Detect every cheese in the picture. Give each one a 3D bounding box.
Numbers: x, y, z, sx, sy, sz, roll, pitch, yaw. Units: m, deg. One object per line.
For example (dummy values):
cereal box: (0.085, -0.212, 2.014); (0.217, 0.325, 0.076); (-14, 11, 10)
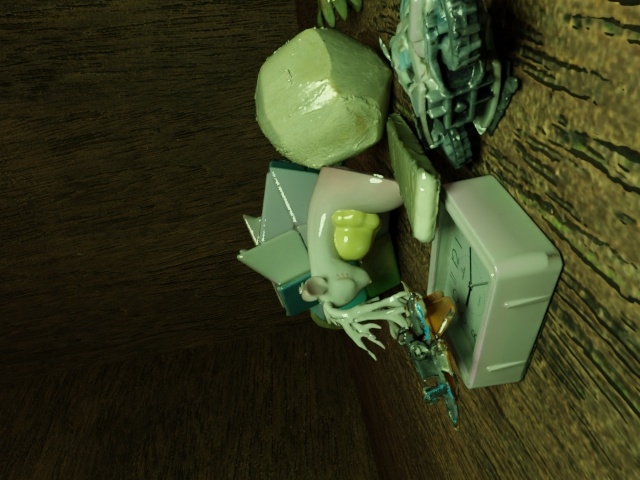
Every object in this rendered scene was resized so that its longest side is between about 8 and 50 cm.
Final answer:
cheese: (0.123, -0.115, 0.619); (0.400, 0.034, 0.085); (-82, -10, -66)

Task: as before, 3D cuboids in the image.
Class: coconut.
coconut: (0.015, -0.270, 0.813); (0.245, 0.247, 0.245); (35, -139, -38)

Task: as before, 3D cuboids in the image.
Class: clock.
clock: (0.175, 0.049, 0.476); (0.150, 0.063, 0.197); (-103, 4, -50)

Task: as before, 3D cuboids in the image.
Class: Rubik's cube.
Rubik's cube: (0.000, 0.000, 1.023); (0.358, 0.386, 0.369); (168, 110, -83)

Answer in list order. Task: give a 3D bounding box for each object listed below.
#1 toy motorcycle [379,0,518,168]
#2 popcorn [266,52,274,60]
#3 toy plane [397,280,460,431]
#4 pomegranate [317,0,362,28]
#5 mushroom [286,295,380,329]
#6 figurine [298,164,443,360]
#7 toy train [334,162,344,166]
toy motorcycle: (0.110, -0.201, 0.429); (0.239, 0.108, 0.204); (88, 171, -69)
popcorn: (-0.018, -0.418, 1.221); (0.225, 0.276, 0.277); (38, 158, 22)
toy plane: (0.125, 0.141, 0.492); (0.135, 0.062, 0.189); (-117, 18, -77)
pomegranate: (-0.022, -0.575, 0.826); (0.306, 0.242, 0.242); (60, 180, -10)
mushroom: (0.045, 0.120, 1.238); (0.212, 0.291, 0.218); (-114, 27, -70)
figurine: (0.091, 0.051, 0.762); (0.206, 0.284, 0.316); (-66, -8, -84)
toy train: (0.066, -0.224, 1.586); (0.104, 0.071, 0.178); (56, -159, -71)
